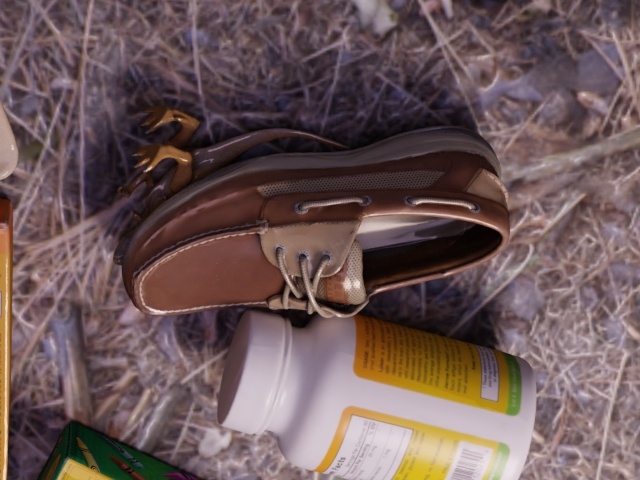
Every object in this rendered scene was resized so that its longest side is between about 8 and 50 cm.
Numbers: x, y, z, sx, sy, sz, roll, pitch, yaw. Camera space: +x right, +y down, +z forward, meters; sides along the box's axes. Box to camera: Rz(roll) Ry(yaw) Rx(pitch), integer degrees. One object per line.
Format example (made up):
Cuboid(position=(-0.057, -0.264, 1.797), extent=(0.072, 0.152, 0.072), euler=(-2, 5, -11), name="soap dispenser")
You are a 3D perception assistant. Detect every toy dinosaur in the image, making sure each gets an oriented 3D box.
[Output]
Cuboid(position=(-0.098, -0.064, 1.576), extent=(0.211, 0.064, 0.112), euler=(-35, 135, 9), name="toy dinosaur")

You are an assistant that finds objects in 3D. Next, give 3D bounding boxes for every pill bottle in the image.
Cuboid(position=(0.044, 0.135, 1.605), extent=(0.246, 0.136, 0.136), euler=(15, 106, -11), name="pill bottle")

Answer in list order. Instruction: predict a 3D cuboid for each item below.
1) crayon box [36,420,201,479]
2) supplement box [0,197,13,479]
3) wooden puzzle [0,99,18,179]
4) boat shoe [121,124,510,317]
Cuboid(position=(-0.208, 0.317, 1.665), extent=(0.165, 0.081, 0.278), euler=(27, 103, -14), name="crayon box")
Cuboid(position=(-0.293, 0.085, 1.582), extent=(0.080, 0.078, 0.233), euler=(-1, 107, -6), name="supplement box")
Cuboid(position=(-0.365, -0.108, 1.479), extent=(0.221, 0.044, 0.238), euler=(-13, 139, -2), name="wooden puzzle")
Cuboid(position=(0.000, 0.000, 1.545), extent=(0.324, 0.116, 0.123), euler=(-17, 136, -3), name="boat shoe")
